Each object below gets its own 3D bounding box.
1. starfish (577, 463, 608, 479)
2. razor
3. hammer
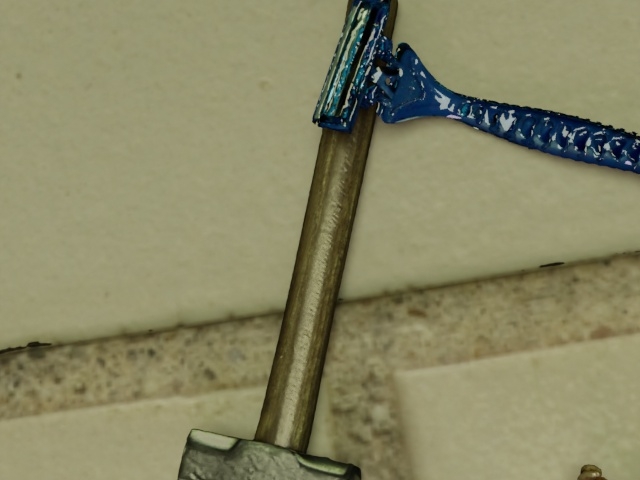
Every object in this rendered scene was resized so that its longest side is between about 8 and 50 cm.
[{"bbox_3d":[0.233,0.183,0.609,0.190,0.074,0.146,12,67,28],"label":"starfish"},{"bbox_3d":[0.162,-0.071,0.707,0.324,0.056,0.093,18,88,8],"label":"razor"},{"bbox_3d":[0.000,0.000,0.730,0.111,0.043,0.365,9,76,14],"label":"hammer"}]
